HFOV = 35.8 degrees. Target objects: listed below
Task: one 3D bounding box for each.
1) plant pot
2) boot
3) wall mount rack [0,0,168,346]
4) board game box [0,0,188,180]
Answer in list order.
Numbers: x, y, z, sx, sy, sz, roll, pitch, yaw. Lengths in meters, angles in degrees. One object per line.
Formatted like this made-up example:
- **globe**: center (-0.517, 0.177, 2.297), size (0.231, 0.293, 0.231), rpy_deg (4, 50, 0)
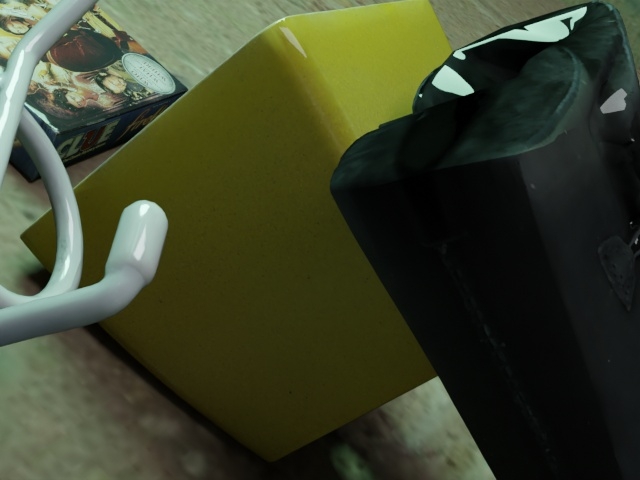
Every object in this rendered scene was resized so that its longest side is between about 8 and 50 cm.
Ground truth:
- **plant pot**: center (0.000, 0.000, 0.588), size (0.187, 0.212, 0.212), rpy_deg (57, 30, 1)
- **boot**: center (0.190, 0.076, 0.574), size (0.445, 0.146, 0.367), rpy_deg (60, 26, -15)
- **wall mount rack**: center (-0.138, -0.140, 0.374), size (0.350, 0.130, 0.304), rpy_deg (58, 23, -44)
- **board game box**: center (-0.228, -0.156, 0.690), size (0.243, 0.042, 0.165), rpy_deg (42, 29, 4)
